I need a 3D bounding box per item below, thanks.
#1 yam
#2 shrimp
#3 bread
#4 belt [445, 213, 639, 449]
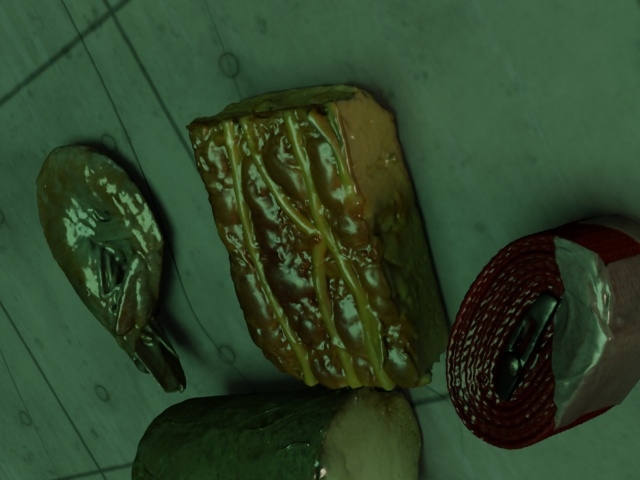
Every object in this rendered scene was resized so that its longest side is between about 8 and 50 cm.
[{"bbox_3d":[-0.050,0.253,1.021,0.300,0.195,0.195,-14,105,41],"label":"yam"},{"bbox_3d":[-0.227,0.031,1.119,0.168,0.077,0.317,-33,89,41],"label":"shrimp"},{"bbox_3d":[0.000,0.000,0.899,0.184,0.114,0.275,-2,115,39],"label":"bread"},{"bbox_3d":[0.196,0.071,0.781,0.128,0.124,0.201,49,132,32],"label":"belt"}]
